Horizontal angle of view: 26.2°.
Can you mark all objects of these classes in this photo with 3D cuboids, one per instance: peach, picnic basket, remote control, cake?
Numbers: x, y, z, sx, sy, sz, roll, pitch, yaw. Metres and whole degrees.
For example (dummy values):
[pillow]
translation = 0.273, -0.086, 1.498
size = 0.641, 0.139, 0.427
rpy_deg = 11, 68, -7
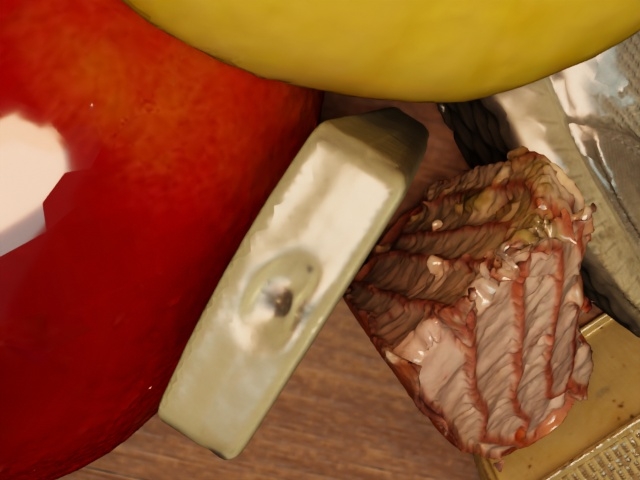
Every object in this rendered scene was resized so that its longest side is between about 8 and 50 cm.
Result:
[peach]
translation = -0.136, -0.063, 0.620
size = 0.281, 0.281, 0.338
rpy_deg = 28, 72, -13
[picnic basket]
translation = 0.164, 0.100, 0.719
size = 0.164, 0.115, 0.079
rpy_deg = -34, 110, 8
[remote control]
translation = 0.000, 0.000, 0.584
size = 0.038, 0.285, 0.123
rpy_deg = 32, 101, 1
[cake]
translation = 0.075, 0.034, 0.601
size = 0.098, 0.287, 0.135
rpy_deg = -36, 86, -1

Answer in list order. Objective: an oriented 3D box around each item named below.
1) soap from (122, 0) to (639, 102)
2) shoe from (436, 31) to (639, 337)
[soap]
translation = 0.076, -0.224, 0.417
size = 0.306, 0.115, 0.427
rpy_deg = 9, 127, -31
[shoe]
translation = 0.129, -0.123, 0.643
size = 0.171, 0.132, 0.336
rpy_deg = -30, 106, -3
